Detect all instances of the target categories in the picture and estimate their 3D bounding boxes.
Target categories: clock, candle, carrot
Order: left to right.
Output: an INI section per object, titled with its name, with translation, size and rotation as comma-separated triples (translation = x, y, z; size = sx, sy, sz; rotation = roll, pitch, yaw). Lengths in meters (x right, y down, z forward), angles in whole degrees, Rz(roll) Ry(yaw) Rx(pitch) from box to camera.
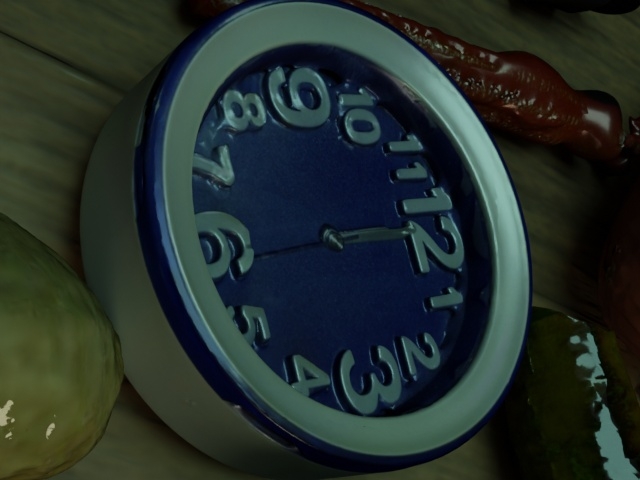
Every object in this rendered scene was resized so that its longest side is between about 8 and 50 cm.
[clock]
translation = 0.000, 0.000, 0.500
size = 0.230, 0.083, 0.230
rotation = 18, 61, -35
[candle]
translation = 0.073, -0.104, 0.610
size = 0.329, 0.048, 0.051
rotation = 15, 76, -29
[carrot]
translation = 0.149, 0.119, 0.571
size = 0.082, 0.082, 0.173
rotation = -3, 77, -34

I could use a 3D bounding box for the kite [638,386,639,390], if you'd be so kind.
[kite]
translation = 0.236, 0.130, 0.672
size = 0.090, 0.004, 0.122
rotation = 47, 55, -13

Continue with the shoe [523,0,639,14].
[shoe]
translation = 0.142, -0.185, 0.679
size = 0.159, 0.062, 0.053
rotation = 34, 72, -21

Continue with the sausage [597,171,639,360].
[sausage]
translation = 0.283, -0.022, 0.660
size = 0.152, 0.152, 0.280
rotation = 48, 57, -12

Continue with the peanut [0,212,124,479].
[peanut]
translation = -0.183, 0.044, 0.352
size = 0.253, 0.122, 0.137
rotation = -9, 98, -39
